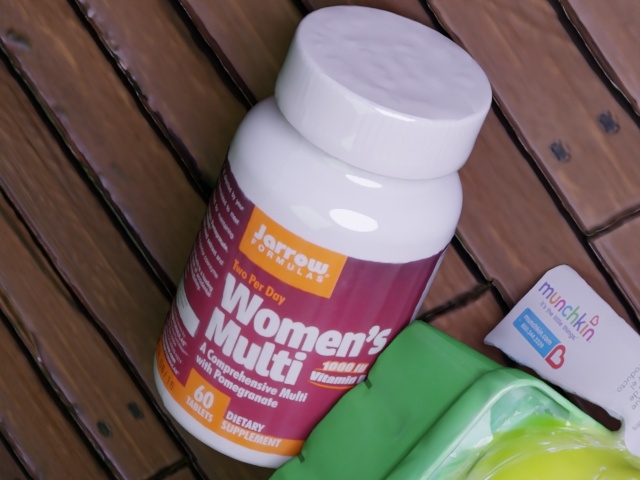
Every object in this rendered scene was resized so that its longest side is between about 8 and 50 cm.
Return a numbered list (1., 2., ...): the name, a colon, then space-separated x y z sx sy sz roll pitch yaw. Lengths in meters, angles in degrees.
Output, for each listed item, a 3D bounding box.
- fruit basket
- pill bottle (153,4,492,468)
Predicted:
1. fruit basket: 0.094 0.216 0.822 0.327 0.165 0.353 -49 45 6
2. pill bottle: 0.000 0.000 0.922 0.121 0.121 0.221 32 124 14
